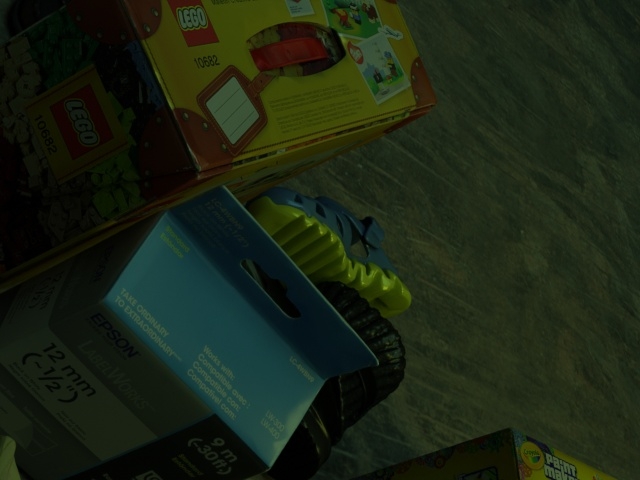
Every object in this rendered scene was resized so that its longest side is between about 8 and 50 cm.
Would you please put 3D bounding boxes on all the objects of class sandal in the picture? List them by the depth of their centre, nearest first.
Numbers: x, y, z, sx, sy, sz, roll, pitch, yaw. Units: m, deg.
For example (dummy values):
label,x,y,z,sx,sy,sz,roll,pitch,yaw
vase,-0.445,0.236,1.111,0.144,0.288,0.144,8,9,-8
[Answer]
label,x,y,z,sx,sy,sz,roll,pitch,yaw
sandal,0.000,0.000,2.024,0.317,0.126,0.138,37,37,-51

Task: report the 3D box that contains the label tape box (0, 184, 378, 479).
label,x,y,z,sx,sy,sz,roll,pitch,yaw
label tape box,-0.159,0.124,1.463,0.249,0.348,0.115,49,35,-26

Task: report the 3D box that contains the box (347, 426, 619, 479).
label,x,y,z,sx,sy,sz,roll,pitch,yaw
box,0.208,0.386,1.911,0.290,0.279,0.177,30,46,-45

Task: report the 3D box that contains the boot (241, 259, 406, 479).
label,x,y,z,sx,sy,sz,roll,pitch,yaw
boot,-0.037,0.094,1.873,0.260,0.131,0.348,-43,117,-50

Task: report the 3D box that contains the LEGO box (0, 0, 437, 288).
label,x,y,z,sx,sy,sz,roll,pitch,yaw
LEGO box,-0.163,-0.124,1.603,0.500,0.372,0.193,-22,88,-59

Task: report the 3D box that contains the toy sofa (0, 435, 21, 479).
label,x,y,z,sx,sy,sz,roll,pitch,yaw
toy sofa,-0.235,0.349,1.389,0.362,0.150,0.177,43,43,-33

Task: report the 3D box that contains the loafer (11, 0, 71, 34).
label,x,y,z,sx,sy,sz,roll,pitch,yaw
loafer,-0.246,-0.283,1.851,0.302,0.095,0.109,-20,87,-59
